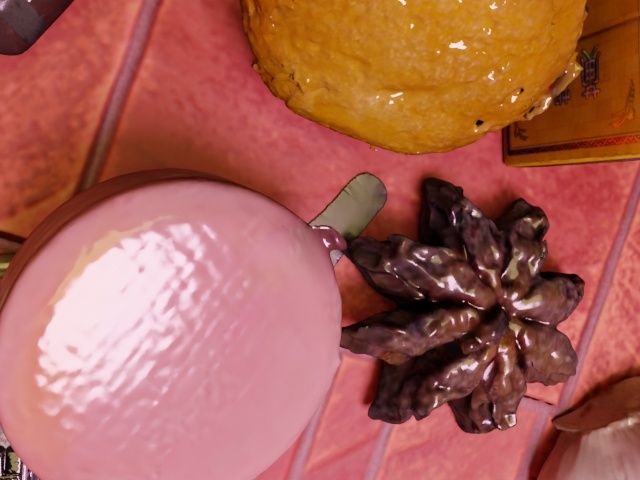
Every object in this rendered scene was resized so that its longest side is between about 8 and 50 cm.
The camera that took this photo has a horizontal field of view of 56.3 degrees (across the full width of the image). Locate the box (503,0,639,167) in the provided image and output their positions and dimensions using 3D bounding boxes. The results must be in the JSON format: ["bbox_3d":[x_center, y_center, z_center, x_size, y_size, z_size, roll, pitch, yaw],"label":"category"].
[{"bbox_3d":[0.219,-0.212,0.463,0.083,0.193,0.302,-6,96,-12],"label":"box"}]

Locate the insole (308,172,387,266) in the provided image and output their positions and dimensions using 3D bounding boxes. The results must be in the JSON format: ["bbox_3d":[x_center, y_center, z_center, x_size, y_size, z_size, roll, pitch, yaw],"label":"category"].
[{"bbox_3d":[0.000,0.000,0.525,0.053,0.002,0.153,44,84,-13],"label":"insole"}]

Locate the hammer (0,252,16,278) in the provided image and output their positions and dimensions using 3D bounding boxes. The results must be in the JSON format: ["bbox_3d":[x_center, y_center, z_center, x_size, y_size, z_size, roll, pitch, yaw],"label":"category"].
[{"bbox_3d":[-0.156,0.009,0.483,0.198,0.013,0.063,-4,95,-14],"label":"hammer"}]

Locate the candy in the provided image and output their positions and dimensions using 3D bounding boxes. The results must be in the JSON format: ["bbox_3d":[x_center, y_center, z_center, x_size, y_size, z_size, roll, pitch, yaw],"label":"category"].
[{"bbox_3d":[-0.097,0.066,0.435,0.255,0.094,0.256,-7,106,-26],"label":"candy"}]

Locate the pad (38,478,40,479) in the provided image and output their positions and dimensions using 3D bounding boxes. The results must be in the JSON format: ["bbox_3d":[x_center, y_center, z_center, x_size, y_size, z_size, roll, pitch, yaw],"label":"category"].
[{"bbox_3d":[-0.192,0.279,0.501,0.180,0.004,0.267,-6,95,-13],"label":"pad"}]

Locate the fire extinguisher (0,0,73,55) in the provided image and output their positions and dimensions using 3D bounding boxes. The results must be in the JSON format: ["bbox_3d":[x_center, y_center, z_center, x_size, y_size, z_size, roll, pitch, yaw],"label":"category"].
[{"bbox_3d":[-0.199,-0.216,0.422,0.268,0.072,0.089,-50,125,-6],"label":"fire extinguisher"}]

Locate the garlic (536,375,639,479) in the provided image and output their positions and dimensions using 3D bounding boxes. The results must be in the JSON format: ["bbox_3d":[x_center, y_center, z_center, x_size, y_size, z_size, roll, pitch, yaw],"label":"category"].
[{"bbox_3d":[0.329,0.229,0.555,0.229,0.142,0.178,-31,99,-18],"label":"garlic"}]

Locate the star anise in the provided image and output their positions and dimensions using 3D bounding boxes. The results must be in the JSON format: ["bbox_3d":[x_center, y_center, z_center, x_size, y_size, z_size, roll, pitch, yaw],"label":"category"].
[{"bbox_3d":[0.130,0.067,0.513,0.236,0.109,0.223,-35,106,-11],"label":"star anise"}]

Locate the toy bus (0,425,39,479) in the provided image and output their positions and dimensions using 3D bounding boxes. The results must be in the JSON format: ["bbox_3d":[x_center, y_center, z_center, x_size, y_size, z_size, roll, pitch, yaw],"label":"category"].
[{"bbox_3d":[-0.231,0.138,0.453,0.036,0.052,0.131,3,88,-15],"label":"toy bus"}]

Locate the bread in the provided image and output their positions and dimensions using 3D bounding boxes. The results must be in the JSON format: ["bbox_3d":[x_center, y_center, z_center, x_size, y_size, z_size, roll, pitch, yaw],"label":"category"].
[{"bbox_3d":[0.061,-0.170,0.427,0.239,0.240,0.139,15,56,-14],"label":"bread"}]
